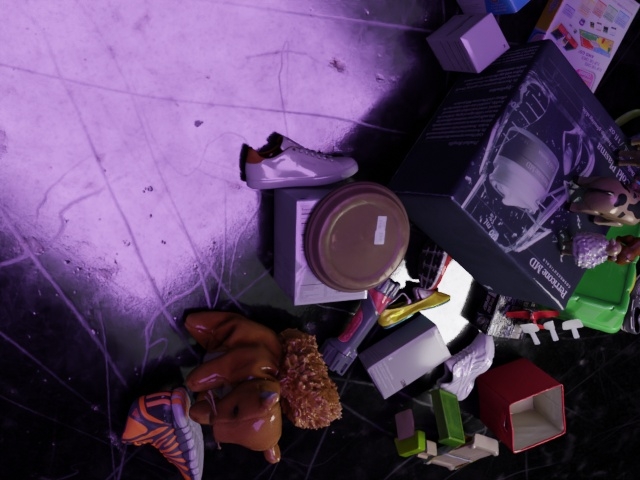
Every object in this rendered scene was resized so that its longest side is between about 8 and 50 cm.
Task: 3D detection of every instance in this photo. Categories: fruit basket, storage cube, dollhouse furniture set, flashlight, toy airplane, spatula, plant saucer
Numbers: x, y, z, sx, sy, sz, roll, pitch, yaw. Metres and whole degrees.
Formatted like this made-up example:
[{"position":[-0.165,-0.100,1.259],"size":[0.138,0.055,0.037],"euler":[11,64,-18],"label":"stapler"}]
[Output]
[{"position":[0.824,0.082,1.948],"size":[0.283,0.392,0.392],"euler":[16,102,10],"label":"fruit basket"},{"position":[0.621,0.507,2.020],"size":[0.215,0.193,0.183],"euler":[-17,111,-15],"label":"storage cube"},{"position":[0.389,0.594,2.015],"size":[0.197,0.151,0.301],"euler":[-32,137,32],"label":"dollhouse furniture set"},{"position":[0.100,0.219,1.807],"size":[0.103,0.103,0.304],"euler":[32,98,-29],"label":"flashlight"},{"position":[0.624,0.232,1.908],"size":[0.151,0.151,0.028],"euler":[18,63,-23],"label":"toy airplane"},{"position":[0.700,0.275,1.943],"size":[0.168,0.019,0.242],"euler":[-14,153,21],"label":"spatula"},{"position":[0.096,-0.003,1.544],"size":[0.278,0.041,0.277],"euler":[-6,107,-21],"label":"plant saucer"}]

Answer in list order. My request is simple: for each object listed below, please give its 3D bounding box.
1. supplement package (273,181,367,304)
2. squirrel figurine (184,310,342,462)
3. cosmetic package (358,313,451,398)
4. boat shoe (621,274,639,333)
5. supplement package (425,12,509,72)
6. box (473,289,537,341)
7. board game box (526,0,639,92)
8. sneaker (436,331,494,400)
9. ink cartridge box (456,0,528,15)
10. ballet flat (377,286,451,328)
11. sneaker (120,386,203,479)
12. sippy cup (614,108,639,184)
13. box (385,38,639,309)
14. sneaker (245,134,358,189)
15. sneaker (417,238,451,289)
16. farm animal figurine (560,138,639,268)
[{"position":[0.000,0.000,1.641],"size":[0.198,0.199,0.262],"euler":[-4,107,-19],"label":"supplement package"},{"position":[-0.133,0.363,1.611],"size":[0.397,0.370,0.281],"euler":[-1,106,-19],"label":"squirrel figurine"},{"position":[0.244,0.334,1.885],"size":[0.238,0.107,0.127],"euler":[-31,111,-5],"label":"cosmetic package"},{"position":[1.061,0.213,2.154],"size":[0.075,0.065,0.206],"euler":[8,103,-21],"label":"boat shoe"},{"position":[0.366,-0.496,1.629],"size":[0.105,0.179,0.105],"euler":[-39,115,-5],"label":"supplement package"},{"position":[0.568,0.202,1.970],"size":[0.147,0.077,0.180],"euler":[11,102,-23],"label":"box"},{"position":[0.710,-0.564,1.792],"size":[0.242,0.064,0.316],"euler":[24,97,-24],"label":"board game box"},{"position":[0.438,0.374,1.974],"size":[0.115,0.090,0.232],"euler":[28,95,-21],"label":"sneaker"},{"position":[0.374,-0.702,1.544],"size":[0.129,0.223,0.307],"euler":[-41,115,-4],"label":"ink cartridge box"},{"position":[0.265,0.178,1.863],"size":[0.231,0.077,0.077],"euler":[-21,96,-10],"label":"ballet flat"},{"position":[-0.417,0.519,1.713],"size":[0.180,0.124,0.321],"euler":[-8,118,1],"label":"sneaker"},{"position":[0.964,-0.224,1.853],"size":[0.224,0.240,0.305],"euler":[-31,101,24],"label":"sippy cup"},{"position":[0.502,-0.161,1.667],"size":[0.480,0.297,0.471],"euler":[39,79,-25],"label":"box"},{"position":[-0.043,-0.202,1.615],"size":[0.290,0.106,0.123],"euler":[-8,111,-16],"label":"sneaker"},{"position":[0.370,0.020,1.833],"size":[0.118,0.107,0.279],"euler":[17,100,-28],"label":"sneaker"},{"position":[0.739,-0.097,1.535],"size":[0.327,0.172,0.330],"euler":[0,96,-29],"label":"farm animal figurine"}]
